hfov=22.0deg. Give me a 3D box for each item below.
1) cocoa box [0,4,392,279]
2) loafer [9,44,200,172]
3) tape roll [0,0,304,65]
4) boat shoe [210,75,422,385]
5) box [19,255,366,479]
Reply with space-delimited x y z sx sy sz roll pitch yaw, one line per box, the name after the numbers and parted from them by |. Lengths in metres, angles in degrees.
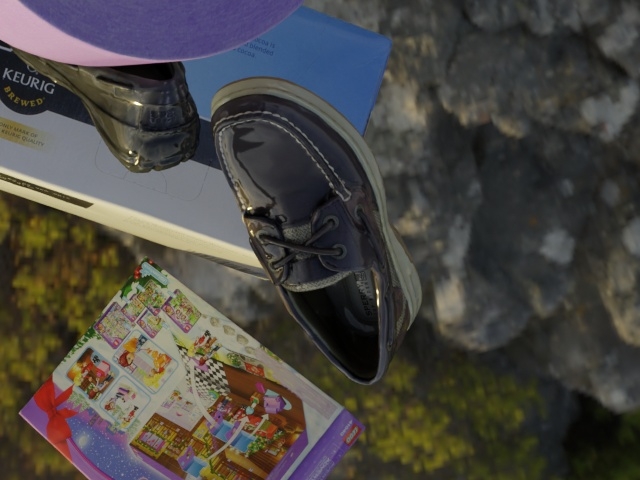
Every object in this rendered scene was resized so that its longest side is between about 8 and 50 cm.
-0.148 -0.124 1.499 0.347 0.231 0.228 19 84 -13 | cocoa box
-0.145 -0.132 1.061 0.076 0.223 0.078 -20 137 -28 | loafer
-0.109 -0.236 0.922 0.275 0.090 0.274 -2 94 -32 | tape roll
0.000 0.000 1.218 0.103 0.092 0.285 -9 136 19 | boat shoe
-0.126 0.169 1.550 0.201 0.293 0.057 -51 144 -6 | box
